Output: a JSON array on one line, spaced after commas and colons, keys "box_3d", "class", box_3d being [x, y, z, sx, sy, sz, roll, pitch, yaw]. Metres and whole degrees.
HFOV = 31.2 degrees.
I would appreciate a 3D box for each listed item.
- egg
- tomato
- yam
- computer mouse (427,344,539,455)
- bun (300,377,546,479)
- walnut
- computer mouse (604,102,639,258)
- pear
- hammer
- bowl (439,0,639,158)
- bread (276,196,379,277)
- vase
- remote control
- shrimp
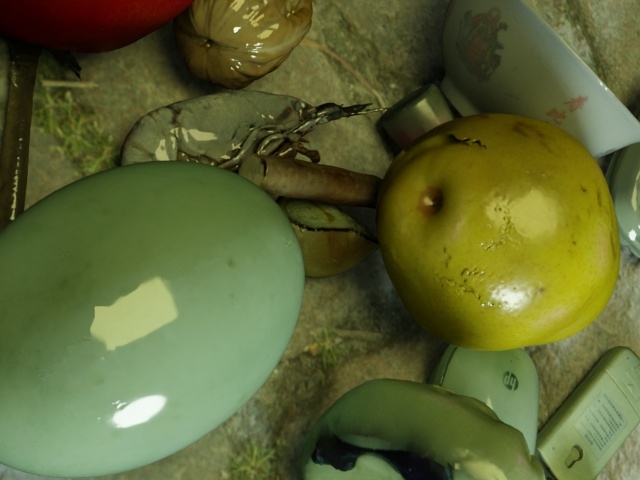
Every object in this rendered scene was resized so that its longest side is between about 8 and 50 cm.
[{"box_3d": [-0.182, 0.070, 1.104, 0.389, 0.276, 0.276, -32, 94, -39], "class": "egg"}, {"box_3d": [-0.255, -0.312, 1.188, 0.298, 0.298, 0.226, 7, 94, -29], "class": "tomato"}, {"box_3d": [0.002, -0.065, 1.304, 0.264, 0.046, 0.046, 4, 72, -55], "class": "yam"}, {"box_3d": [0.200, 0.253, 1.392, 0.159, 0.097, 0.289, 20, 66, -27], "class": "computer mouse"}, {"box_3d": [0.133, 0.264, 1.244, 0.187, 0.293, 0.293, -36, 96, -39], "class": "bun"}, {"box_3d": [-0.087, -0.263, 1.331, 0.155, 0.155, 0.184, 47, 44, -11], "class": "walnut"}, {"box_3d": [0.523, -0.115, 1.696, 0.197, 0.095, 0.331, 41, 68, -14], "class": "computer mouse"}, {"box_3d": [0.216, 0.000, 1.358, 0.336, 0.284, 0.285, 52, 48, -52], "class": "pear"}, {"box_3d": [-0.324, -0.094, 1.217, 0.125, 0.027, 0.297, 10, 71, -23], "class": "hammer"}, {"box_3d": [0.259, -0.203, 1.491, 0.345, 0.345, 0.157, 42, 103, -14], "class": "bowl"}, {"box_3d": [0.000, 0.000, 1.348, 0.157, 0.094, 0.083, -4, 33, -40], "class": "bread"}, {"box_3d": [0.169, -0.093, 1.486, 0.086, 0.086, 0.214, -42, 104, -33], "class": "vase"}, {"box_3d": [0.366, 0.242, 1.529, 0.233, 0.038, 0.098, -41, 98, -32], "class": "remote control"}, {"box_3d": [-0.070, -0.109, 1.322, 0.343, 0.116, 0.145, -18, 86, -27], "class": "shrimp"}]
